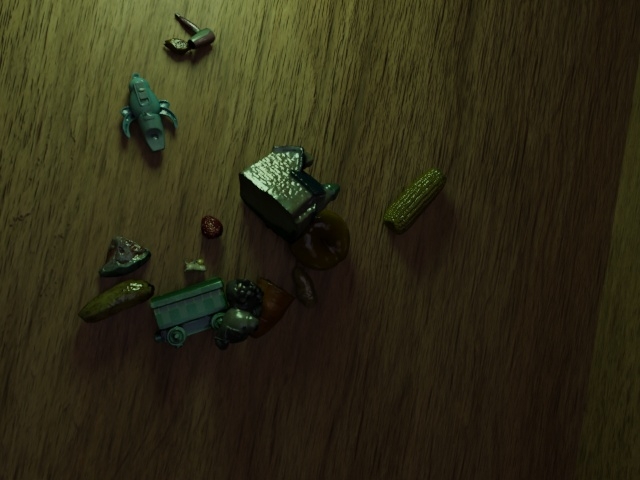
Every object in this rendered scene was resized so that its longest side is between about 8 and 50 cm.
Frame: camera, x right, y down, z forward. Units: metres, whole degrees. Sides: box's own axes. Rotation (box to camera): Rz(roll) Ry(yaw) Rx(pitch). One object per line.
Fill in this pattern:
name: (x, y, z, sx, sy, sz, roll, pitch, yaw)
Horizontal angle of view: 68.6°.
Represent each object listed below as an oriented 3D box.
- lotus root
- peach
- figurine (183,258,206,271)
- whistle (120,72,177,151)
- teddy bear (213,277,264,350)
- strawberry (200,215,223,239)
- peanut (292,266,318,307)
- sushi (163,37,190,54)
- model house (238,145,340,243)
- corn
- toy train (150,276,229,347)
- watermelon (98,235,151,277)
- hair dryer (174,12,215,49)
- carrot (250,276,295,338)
lotus root: (-0.702, 0.204, 1.613, 0.259, 0.110, 0.097, -27, 102, -19)
peach: (0.000, 0.000, 1.862, 0.252, 0.153, 0.250, 0, 91, -14)
figurine: (-0.465, 0.092, 1.740, 0.084, 0.047, 0.050, 3, 80, -26)
whistle: (-0.608, -0.449, 1.645, 0.187, 0.093, 0.273, -17, 101, -20)
teddy bear: (-0.269, 0.267, 1.668, 0.144, 0.171, 0.250, 1, 79, 21)
strawberry: (-0.404, -0.050, 1.743, 0.083, 0.083, 0.096, -36, 75, -16)
peanut: (-0.065, 0.191, 1.880, 0.080, 0.080, 0.174, -23, 96, -19)
sushi: (-0.516, -0.699, 1.695, 0.100, 0.047, 0.050, 13, 72, -24)
model house: (-0.103, -0.191, 1.737, 0.298, 0.243, 0.284, 42, 70, 12)
corn: (0.409, -0.172, 2.022, 0.344, 0.131, 0.131, -45, 106, -14)
toy train: (-0.463, 0.263, 1.705, 0.301, 0.120, 0.202, -17, 94, -20)
watermelon: (-0.697, 0.052, 1.637, 0.187, 0.071, 0.139, -25, 96, -18)
hair dryer: (-0.472, -0.767, 1.705, 0.154, 0.054, 0.106, 45, 52, 2)
carrot: (-0.218, 0.266, 1.796, 0.159, 0.159, 0.224, 31, 91, -19)
